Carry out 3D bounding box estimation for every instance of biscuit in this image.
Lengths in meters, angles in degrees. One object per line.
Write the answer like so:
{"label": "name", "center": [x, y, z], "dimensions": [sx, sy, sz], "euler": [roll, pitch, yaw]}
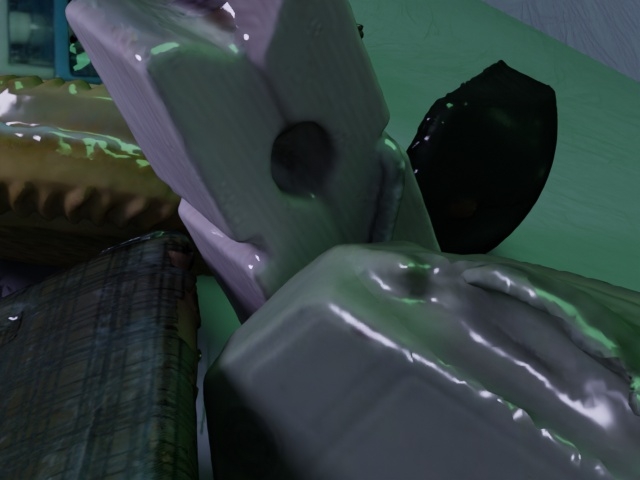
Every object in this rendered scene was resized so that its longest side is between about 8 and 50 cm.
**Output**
{"label": "biscuit", "center": [-0.122, -0.030, 0.642], "dimensions": [0.259, 0.079, 0.259], "euler": [5, -9, 1]}

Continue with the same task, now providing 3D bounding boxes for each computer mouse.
{"label": "computer mouse", "center": [0.135, 0.147, 0.414], "dimensions": [0.429, 0.228, 0.145], "euler": [39, 34, 28]}
{"label": "computer mouse", "center": [0.131, -0.050, 0.981], "dimensions": [0.087, 0.168, 0.295], "euler": [31, 24, 15]}

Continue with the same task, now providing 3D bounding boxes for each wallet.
{"label": "wallet", "center": [-0.117, 0.092, 0.406], "dimensions": [0.317, 0.169, 0.044], "euler": [-106, 170, -66]}

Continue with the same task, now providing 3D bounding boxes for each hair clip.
{"label": "hair clip", "center": [0.002, 0.002, 0.538], "dimensions": [0.085, 0.101, 0.331], "euler": [46, -13, 38]}

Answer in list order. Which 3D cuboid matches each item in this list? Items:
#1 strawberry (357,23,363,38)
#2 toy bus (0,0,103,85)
{"label": "strawberry", "center": [-0.101, -0.080, 0.837], "dimensions": [0.280, 0.150, 0.253], "euler": [7, -9, -23]}
{"label": "toy bus", "center": [-0.233, -0.132, 0.729], "dimensions": [0.297, 0.106, 0.131], "euler": [3, 6, 41]}
